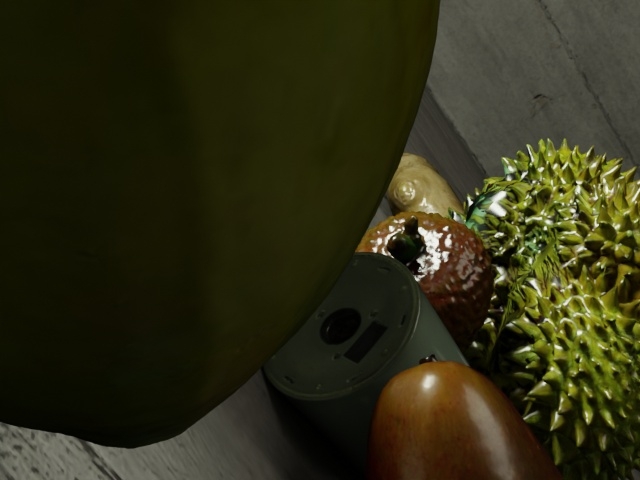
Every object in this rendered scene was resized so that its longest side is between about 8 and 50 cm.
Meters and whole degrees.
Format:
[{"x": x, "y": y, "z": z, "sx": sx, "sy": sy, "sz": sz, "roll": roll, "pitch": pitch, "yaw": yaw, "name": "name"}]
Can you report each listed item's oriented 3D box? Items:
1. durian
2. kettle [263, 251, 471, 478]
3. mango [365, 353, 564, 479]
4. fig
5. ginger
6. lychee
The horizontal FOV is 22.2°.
[{"x": 0.200, "y": 0.065, "z": 1.307, "sx": 0.225, "sy": 0.291, "sz": 0.291, "roll": 11, "pitch": 42, "yaw": -39, "name": "durian"}, {"x": 0.031, "y": 0.088, "z": 0.949, "sx": 0.148, "sy": 0.127, "sz": 0.098, "roll": 52, "pitch": 44, "yaw": -43, "name": "kettle"}, {"x": 0.093, "y": 0.178, "z": 0.867, "sx": 0.133, "sy": 0.111, "sz": 0.267, "roll": -97, "pitch": 161, "yaw": -59, "name": "mango"}, {"x": -0.082, "y": -0.056, "z": 0.464, "sx": 0.239, "sy": 0.239, "sz": 0.271, "roll": -101, "pitch": -176, "yaw": -62, "name": "fig"}, {"x": 0.116, "y": -0.021, "z": 1.683, "sx": 0.095, "sy": 0.069, "sz": 0.190, "roll": 88, "pitch": -23, "yaw": -64, "name": "ginger"}, {"x": 0.072, "y": 0.036, "z": 1.193, "sx": 0.146, "sy": 0.114, "sz": 0.114, "roll": 75, "pitch": -5, "yaw": -46, "name": "lychee"}]
